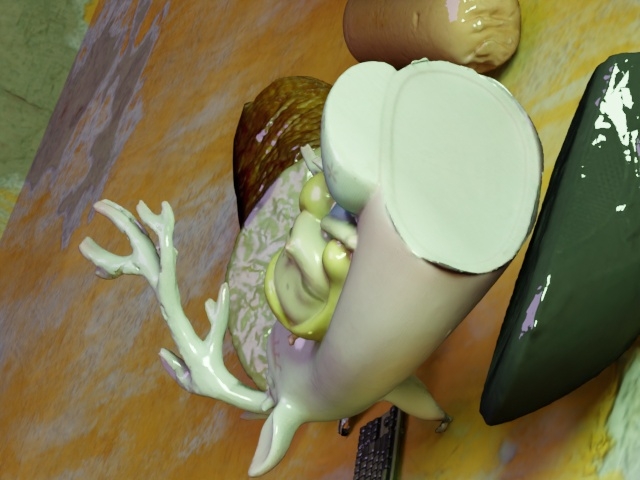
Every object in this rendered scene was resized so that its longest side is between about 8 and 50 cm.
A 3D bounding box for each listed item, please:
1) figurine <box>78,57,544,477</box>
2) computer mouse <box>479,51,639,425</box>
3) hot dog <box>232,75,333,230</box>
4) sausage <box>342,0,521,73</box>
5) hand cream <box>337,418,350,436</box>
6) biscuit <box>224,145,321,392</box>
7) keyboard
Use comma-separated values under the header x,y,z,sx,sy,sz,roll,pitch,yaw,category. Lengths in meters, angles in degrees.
x,y,z,sx,sy,sz,roll,pitch,yaw,category
0.009,0.009,1.341,0.316,0.206,0.284,-57,47,40,figurine
0.166,0.001,1.182,0.147,0.088,0.264,109,179,-64,computer mouse
-0.020,-0.054,1.744,0.160,0.099,0.227,-53,27,27,hot dog
0.088,-0.180,1.644,0.086,0.086,0.289,-65,17,-2,sausage
0.069,0.036,1.470,0.257,0.050,0.084,-53,23,38,hand cream
-0.004,0.002,1.588,0.133,0.032,0.250,28,85,35,biscuit
0.037,0.176,1.413,0.049,0.015,0.129,-45,26,44,keyboard
